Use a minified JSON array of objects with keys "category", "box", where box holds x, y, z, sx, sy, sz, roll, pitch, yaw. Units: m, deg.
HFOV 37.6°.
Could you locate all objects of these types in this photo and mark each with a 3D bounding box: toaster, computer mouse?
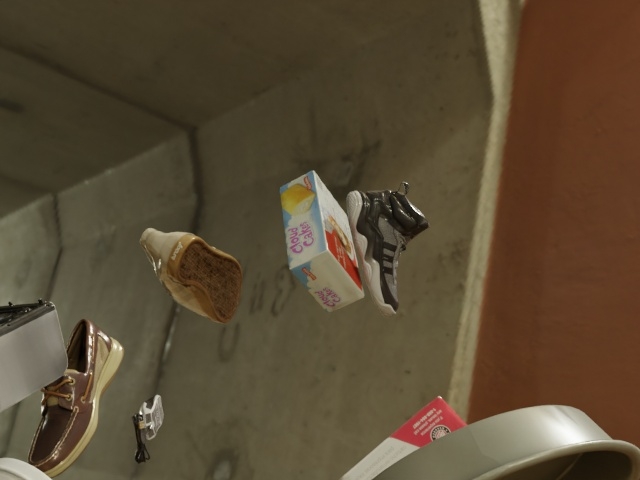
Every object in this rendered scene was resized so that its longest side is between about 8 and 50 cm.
[{"category":"toaster","box":[-0.459,0.160,1.264,0.168,0.186,0.110,-8,-76,33]},{"category":"computer mouse","box":[-0.382,0.400,2.056,0.193,0.042,0.106,-82,165,-77]}]

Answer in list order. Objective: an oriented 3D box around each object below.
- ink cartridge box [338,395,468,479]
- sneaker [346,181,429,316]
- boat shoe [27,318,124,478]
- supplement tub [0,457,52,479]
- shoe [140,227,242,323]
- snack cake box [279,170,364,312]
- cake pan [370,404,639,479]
[{"category":"ink cartridge box","box":[0.187,0.413,1.345,0.306,0.226,0.131,45,-37,18]},{"category":"sneaker","box":[0.152,0.016,1.888,0.101,0.153,0.268,-95,169,-80]},{"category":"boat shoe","box":[-0.486,0.291,1.790,0.123,0.123,0.342,-14,-143,28]},{"category":"supplement tub","box":[-0.435,0.412,1.127,0.191,0.191,0.272,-44,180,40]},{"category":"shoe","box":[-0.144,0.038,1.085,0.058,0.219,0.076,17,-107,19]},{"category":"snack cake box","box":[0.000,0.000,1.918,0.089,0.152,0.264,-26,-142,14]},{"category":"cake pan","box":[0.129,0.233,0.792,0.293,0.293,0.054,-52,-133,31]}]
